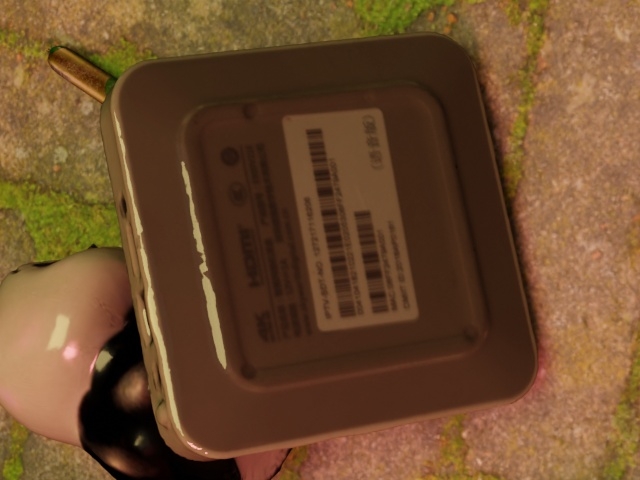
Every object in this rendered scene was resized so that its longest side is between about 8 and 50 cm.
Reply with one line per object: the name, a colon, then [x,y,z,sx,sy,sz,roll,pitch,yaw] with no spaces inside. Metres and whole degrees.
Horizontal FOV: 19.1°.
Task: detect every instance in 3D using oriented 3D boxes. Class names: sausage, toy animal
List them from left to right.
toy animal: [-0.186,0.123,1.882,0.310,0.251,0.251,11,93,23]
sausage: [-0.198,-0.141,2.023,0.269,0.033,0.033,33,103,24]

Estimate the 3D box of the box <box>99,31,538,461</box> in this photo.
box: [0.000,0.000,1.755,0.090,0.373,0.367,149,110,-65]
